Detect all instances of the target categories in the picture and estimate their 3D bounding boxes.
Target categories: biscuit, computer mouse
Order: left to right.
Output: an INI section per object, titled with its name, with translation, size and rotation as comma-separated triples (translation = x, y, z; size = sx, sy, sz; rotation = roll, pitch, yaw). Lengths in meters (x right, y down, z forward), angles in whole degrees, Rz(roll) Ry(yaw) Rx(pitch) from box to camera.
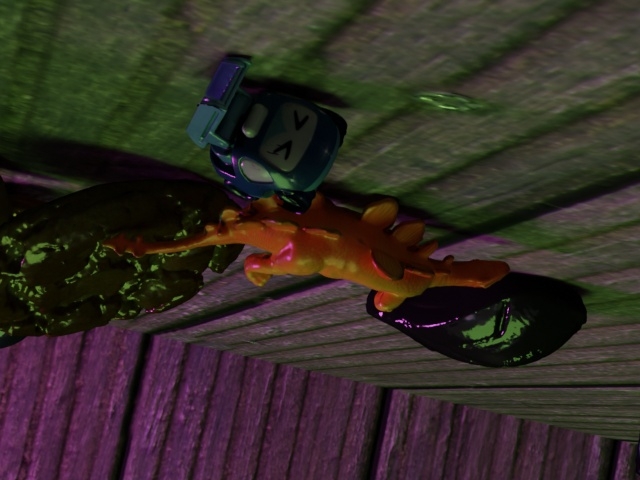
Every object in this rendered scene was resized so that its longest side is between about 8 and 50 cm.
[biscuit]
translation = -0.161, 0.019, 1.150
size = 0.226, 0.042, 0.226
rotation = -17, 158, -7
[computer mouse]
translation = 0.134, 0.070, 1.315
size = 0.122, 0.073, 0.217
rotation = 17, 172, -33

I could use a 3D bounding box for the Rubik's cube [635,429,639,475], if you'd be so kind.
[Rubik's cube]
translation = 0.249, 0.046, 0.683
size = 0.162, 0.160, 0.163
rotation = 12, 172, -5

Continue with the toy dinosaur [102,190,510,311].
[toy dinosaur]
translation = 0.000, 0.000, 1.056
size = 0.288, 0.070, 0.117
rotation = 8, 161, -13

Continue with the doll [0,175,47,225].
[doll]
translation = -0.321, -0.012, 1.228
size = 0.221, 0.135, 0.143
rotation = 11, -153, 15

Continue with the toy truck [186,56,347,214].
[toy truck]
translation = -0.035, -0.059, 0.779
size = 0.073, 0.056, 0.090
rotation = 13, 161, 38

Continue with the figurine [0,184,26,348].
[figurine]
translation = -0.317, 0.018, 1.378
size = 0.145, 0.145, 0.222
rotation = 19, 173, -40
